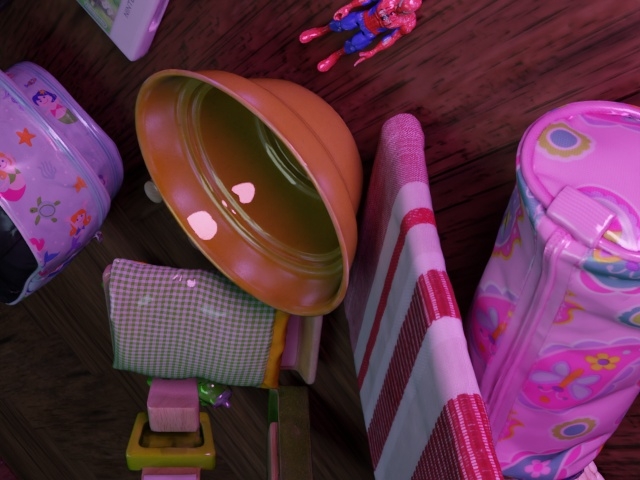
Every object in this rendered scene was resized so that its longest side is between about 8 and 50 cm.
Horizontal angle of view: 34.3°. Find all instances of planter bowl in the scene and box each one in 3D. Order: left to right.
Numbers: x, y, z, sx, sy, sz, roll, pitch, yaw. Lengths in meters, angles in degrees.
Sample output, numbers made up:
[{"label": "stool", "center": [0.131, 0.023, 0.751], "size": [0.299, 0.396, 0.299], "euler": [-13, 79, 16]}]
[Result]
[{"label": "planter bowl", "center": [-0.034, -0.054, 0.785], "size": [0.217, 0.090, 0.217], "euler": [34, 148, 25]}]

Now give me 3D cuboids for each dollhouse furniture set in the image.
[{"label": "dollhouse furniture set", "center": [-0.102, 0.168, 0.988], "size": [0.197, 0.151, 0.301], "euler": [1, 140, -4]}]

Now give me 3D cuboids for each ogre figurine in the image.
[{"label": "ogre figurine", "center": [-0.159, 0.124, 1.156], "size": [0.118, 0.097, 0.197], "euler": [21, 130, 58]}]

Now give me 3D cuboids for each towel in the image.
[{"label": "towel", "center": [0.068, 0.113, 0.700], "size": [0.237, 0.037, 0.329], "euler": [99, 165, -55]}]

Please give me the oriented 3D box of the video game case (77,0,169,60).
[{"label": "video game case", "center": [-0.192, -0.268, 0.817], "size": [0.212, 0.023, 0.193], "euler": [48, 150, 1]}]

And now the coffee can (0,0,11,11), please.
[{"label": "coffee can", "center": [-0.437, -0.291, 0.936], "size": [0.275, 0.201, 0.201], "euler": [56, 150, -12]}]

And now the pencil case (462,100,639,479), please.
[{"label": "pencil case", "center": [0.148, 0.048, 0.634], "size": [0.124, 0.124, 0.284], "euler": [37, 147, 20]}]

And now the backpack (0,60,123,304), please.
[{"label": "backpack", "center": [-0.317, -0.066, 1.047], "size": [0.225, 0.191, 0.253], "euler": [49, 158, -5]}]

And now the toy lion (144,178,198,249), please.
[{"label": "toy lion", "center": [-0.118, -0.051, 0.967], "size": [0.100, 0.034, 0.096], "euler": [48, 143, 1]}]

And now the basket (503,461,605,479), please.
[{"label": "basket", "center": [0.145, 0.216, 0.848], "size": [0.113, 0.103, 0.167], "euler": [56, 149, -11]}]

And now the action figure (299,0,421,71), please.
[{"label": "action figure", "center": [0.028, -0.138, 0.672], "size": [0.115, 0.030, 0.038], "euler": [-15, 108, 56]}]
